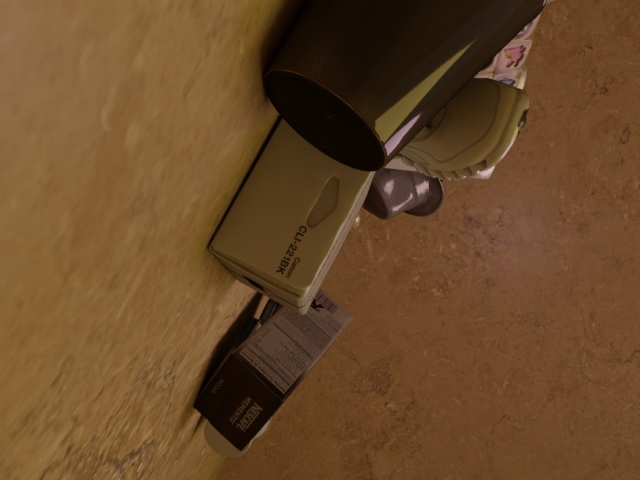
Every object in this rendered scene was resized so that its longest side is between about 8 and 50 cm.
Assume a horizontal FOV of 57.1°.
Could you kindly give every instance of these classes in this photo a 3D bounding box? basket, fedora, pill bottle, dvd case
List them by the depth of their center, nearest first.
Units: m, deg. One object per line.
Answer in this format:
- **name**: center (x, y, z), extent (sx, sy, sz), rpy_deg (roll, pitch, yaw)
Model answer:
- **basket**: center (0.068, -0.186, 0.521), extent (0.226, 0.204, 0.154), rpy_deg (-55, -154, -12)
- **dvd case**: center (-0.156, 0.205, 1.246), extent (0.087, 0.013, 0.119), rpy_deg (-63, 175, -7)
- **pill bottle**: center (-0.166, 0.364, 1.298), extent (0.131, 0.131, 0.229), rpy_deg (-65, 176, 21)
- **fedora**: center (0.143, -0.145, 1.367), extent (0.124, 0.275, 0.244), rpy_deg (-34, -175, -24)

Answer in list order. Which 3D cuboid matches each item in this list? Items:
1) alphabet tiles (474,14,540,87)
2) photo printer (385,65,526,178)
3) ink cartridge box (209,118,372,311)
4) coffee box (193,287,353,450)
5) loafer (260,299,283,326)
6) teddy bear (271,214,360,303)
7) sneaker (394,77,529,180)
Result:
- **alphabet tiles**: center (0.218, -0.282, 1.017), extent (0.342, 0.286, 0.011), rpy_deg (90, -13, -52)
- **photo printer**: center (0.226, -0.257, 1.176), extent (0.107, 0.308, 0.255), rpy_deg (-112, -150, -58)
- **ink cartridge box**: center (-0.023, -0.025, 0.725), extent (0.196, 0.114, 0.273), rpy_deg (-62, 177, -10)
- **coffee box**: center (-0.079, 0.222, 1.096), extent (0.168, 0.119, 0.297), rpy_deg (-54, 172, 33)
- **loafer**: center (-0.051, 0.101, 1.419), extent (0.267, 0.084, 0.096), rpy_deg (-63, 176, -7)
- **teddy bear**: center (0.000, 0.000, 1.259), extent (0.245, 0.113, 0.338), rpy_deg (-63, 176, 34)
- **sneaker**: center (0.093, -0.137, 0.652), extent (0.292, 0.118, 0.109), rpy_deg (17, -92, 56)
